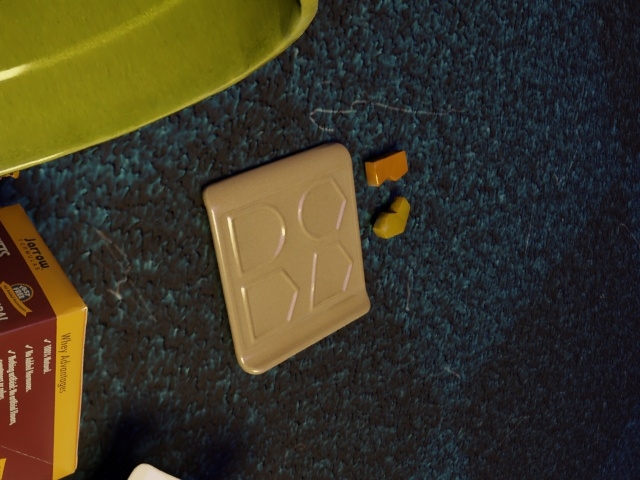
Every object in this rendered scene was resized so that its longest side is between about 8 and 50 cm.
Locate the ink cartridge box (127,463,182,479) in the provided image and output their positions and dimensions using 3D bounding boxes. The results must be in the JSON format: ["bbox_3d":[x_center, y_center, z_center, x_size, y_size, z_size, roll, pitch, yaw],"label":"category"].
[{"bbox_3d":[-0.194,0.401,0.674,0.207,0.119,0.354,33,78,-20],"label":"ink cartridge box"}]

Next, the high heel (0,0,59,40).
[{"bbox_3d":[-0.186,-0.273,0.555,0.186,0.093,0.261,-2,107,-44],"label":"high heel"}]

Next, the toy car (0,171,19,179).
[{"bbox_3d":[-0.276,-0.012,0.596,0.040,0.060,0.122,-1,84,1],"label":"toy car"}]

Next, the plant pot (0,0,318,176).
[{"bbox_3d":[-0.234,-0.226,0.351,0.366,0.366,0.353,-24,96,-36],"label":"plant pot"}]

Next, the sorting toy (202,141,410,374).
[{"bbox_3d":[0.000,0.000,0.847,0.307,0.041,0.229,-25,113,-36],"label":"sorting toy"}]

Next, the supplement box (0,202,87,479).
[{"bbox_3d":[-0.289,0.101,0.487,0.194,0.129,0.191,-16,137,-38],"label":"supplement box"}]
